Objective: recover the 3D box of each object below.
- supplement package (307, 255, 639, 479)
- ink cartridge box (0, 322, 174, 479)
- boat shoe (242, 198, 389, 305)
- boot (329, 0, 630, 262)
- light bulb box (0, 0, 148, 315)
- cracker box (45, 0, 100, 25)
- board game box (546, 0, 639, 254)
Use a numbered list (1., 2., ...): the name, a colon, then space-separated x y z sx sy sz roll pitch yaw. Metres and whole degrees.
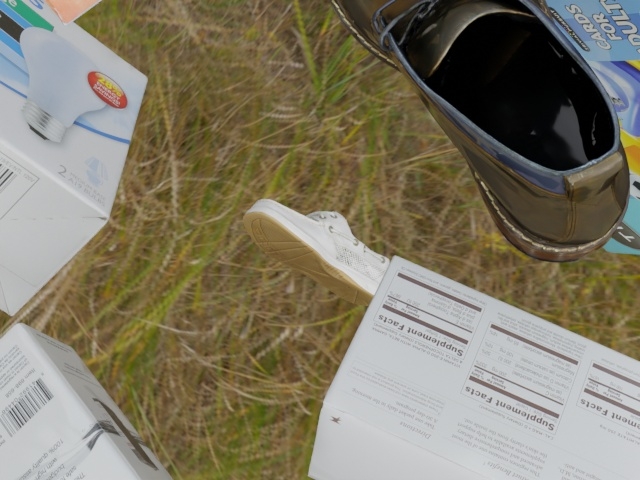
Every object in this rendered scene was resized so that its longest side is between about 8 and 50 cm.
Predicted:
1. supplement package: 0.140 0.164 0.867 0.262 0.204 0.145 24 62 8
2. ink cartridge box: -0.280 0.253 1.055 0.197 0.114 0.273 -45 62 -1
3. boat shoe: 0.000 0.000 1.517 0.277 0.098 0.096 36 64 -38
4. boot: 0.054 -0.096 0.404 0.082 0.106 0.219 -34 79 2
5. light bulb box: -0.444 -0.165 1.331 0.358 0.361 0.225 38 118 -26
6. cracker box: -0.088 -0.209 0.474 0.156 0.232 0.067 -35 129 4
7. board game box: 0.206 -0.088 0.626 0.254 0.336 0.079 40 80 -15
